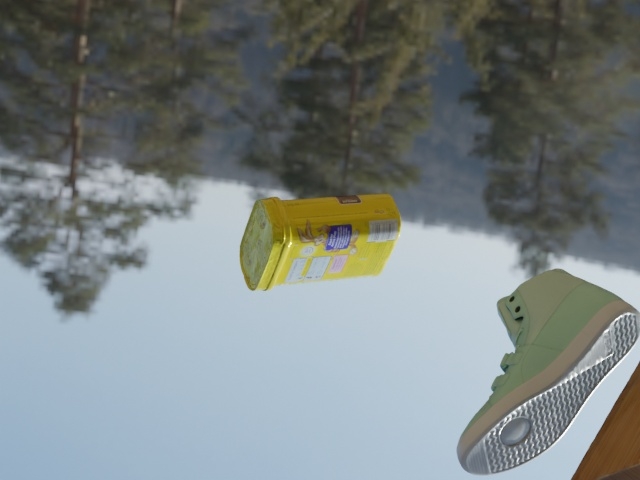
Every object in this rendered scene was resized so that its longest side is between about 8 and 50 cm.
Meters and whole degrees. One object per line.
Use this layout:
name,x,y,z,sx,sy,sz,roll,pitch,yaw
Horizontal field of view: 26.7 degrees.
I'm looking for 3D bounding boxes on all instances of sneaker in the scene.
sneaker,0.226,0.143,1.510,0.094,0.256,0.151,50,174,-37

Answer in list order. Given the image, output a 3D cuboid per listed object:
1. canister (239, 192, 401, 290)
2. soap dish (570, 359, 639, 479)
canister,0.000,0.000,1.622,0.170,0.126,0.073,-5,-127,-23
soap dish,0.325,0.106,0.854,0.229,0.291,0.118,35,156,4
